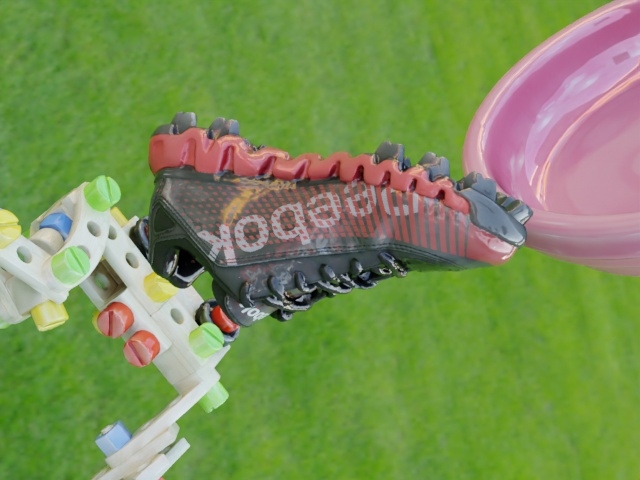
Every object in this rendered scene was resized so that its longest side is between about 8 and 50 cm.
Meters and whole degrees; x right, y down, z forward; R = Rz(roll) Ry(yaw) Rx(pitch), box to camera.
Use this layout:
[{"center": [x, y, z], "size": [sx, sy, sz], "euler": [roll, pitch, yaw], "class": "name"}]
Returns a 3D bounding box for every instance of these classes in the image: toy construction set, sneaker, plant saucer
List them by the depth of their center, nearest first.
[{"center": [0.000, 0.000, 0.915], "size": [0.097, 0.276, 0.135], "euler": [35, 66, -64], "class": "sneaker"}, {"center": [0.270, -0.085, 1.009], "size": [0.084, 0.332, 0.332], "euler": [60, 32, -30], "class": "plant saucer"}, {"center": [-0.190, 0.084, 1.273], "size": [0.327, 0.151, 0.215], "euler": [66, 28, -15], "class": "toy construction set"}]
